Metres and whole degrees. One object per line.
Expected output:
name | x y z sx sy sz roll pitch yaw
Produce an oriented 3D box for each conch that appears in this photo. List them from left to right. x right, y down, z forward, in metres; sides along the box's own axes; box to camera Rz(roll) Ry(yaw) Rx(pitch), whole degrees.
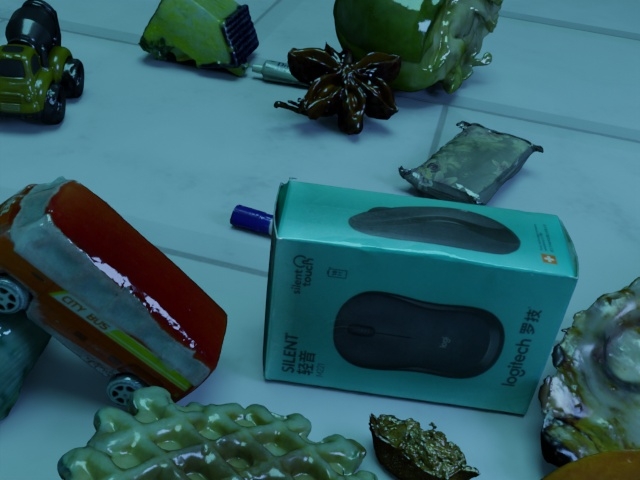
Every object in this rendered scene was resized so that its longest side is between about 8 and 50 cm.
conch | -0.366 0.079 0.746 0.202 0.134 0.196 34 28 27

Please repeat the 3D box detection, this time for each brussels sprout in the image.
brussels sprout | 0.193 -0.464 1.496 0.371 0.276 0.314 -24 48 -37

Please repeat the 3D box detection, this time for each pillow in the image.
pillow | 0.251 -0.124 1.212 0.169 0.059 0.255 26 41 26

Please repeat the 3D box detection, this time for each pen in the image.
pen | 0.000 -0.001 1.016 0.268 0.033 0.033 17 36 14

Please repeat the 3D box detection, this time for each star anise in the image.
star anise | 0.040 -0.286 1.336 0.220 0.126 0.190 17 74 -3

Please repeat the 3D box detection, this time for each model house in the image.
model house | -0.233 -0.427 1.526 0.211 0.170 0.194 35 28 -8

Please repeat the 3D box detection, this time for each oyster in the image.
oyster | 0.358 0.142 0.817 0.221 0.096 0.361 16 37 10

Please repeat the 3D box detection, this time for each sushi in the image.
sushi | 0.098 0.207 0.713 0.117 0.060 0.061 16 31 11

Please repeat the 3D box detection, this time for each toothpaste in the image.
toothpaste | -0.033 -0.333 1.479 0.218 0.041 0.064 10 46 0

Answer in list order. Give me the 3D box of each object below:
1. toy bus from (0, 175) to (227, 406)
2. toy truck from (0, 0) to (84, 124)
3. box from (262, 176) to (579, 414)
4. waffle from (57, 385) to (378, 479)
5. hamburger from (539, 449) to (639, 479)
toy bus | -0.211 0.051 0.719 0.119 0.265 0.121 -32 27 23
toy truck | -0.503 -0.306 1.248 0.147 0.165 0.224 4 35 -5
box | 0.095 0.064 0.792 0.311 0.205 0.118 8 32 1
waffle | -0.073 0.226 0.592 0.291 0.056 0.309 14 21 -7
hamburger | 0.217 0.311 0.423 0.329 0.250 0.330 5 31 -3
